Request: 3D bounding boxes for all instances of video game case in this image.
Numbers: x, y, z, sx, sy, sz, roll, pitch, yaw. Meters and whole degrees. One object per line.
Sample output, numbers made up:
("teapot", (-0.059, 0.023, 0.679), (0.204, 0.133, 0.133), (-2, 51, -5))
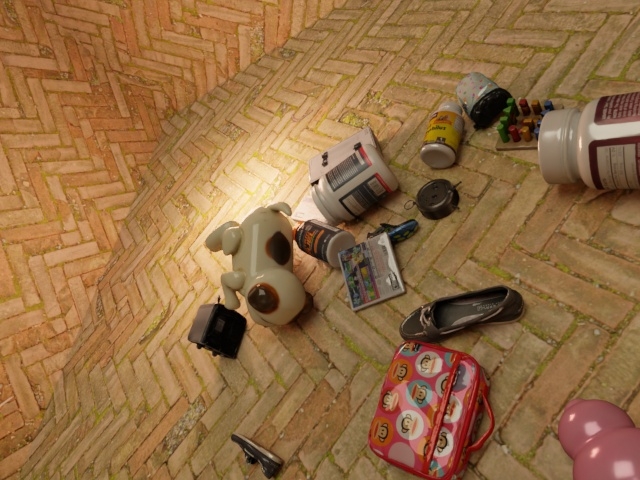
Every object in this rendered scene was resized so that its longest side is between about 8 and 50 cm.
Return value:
("video game case", (-0.002, -0.148, 1.771), (0.212, 0.023, 0.193), (15, 70, 48))
("video game case", (0.156, 0.099, 1.390), (0.183, 0.023, 0.201), (-25, 64, 25))

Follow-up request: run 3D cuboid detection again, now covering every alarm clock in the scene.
("alarm clock", (0.351, -0.130, 1.418), (0.192, 0.064, 0.129), (-13, 51, 38))

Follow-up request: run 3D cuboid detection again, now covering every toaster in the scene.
("toaster", (-0.369, 0.319, 1.613), (0.110, 0.168, 0.186), (-9, 54, 38))

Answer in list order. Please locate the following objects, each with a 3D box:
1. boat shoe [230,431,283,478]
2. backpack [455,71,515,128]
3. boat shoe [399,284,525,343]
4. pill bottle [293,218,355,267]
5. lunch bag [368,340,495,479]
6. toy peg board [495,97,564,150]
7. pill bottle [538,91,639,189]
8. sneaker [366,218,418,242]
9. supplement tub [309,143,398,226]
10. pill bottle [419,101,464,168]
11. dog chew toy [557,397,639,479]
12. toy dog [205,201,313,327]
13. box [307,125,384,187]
("boat shoe", (-0.200, 0.622, 1.296), (0.206, 0.075, 0.065), (9, 62, 40))
("backpack", (0.536, -0.481, 1.488), (0.152, 0.115, 0.182), (-36, 39, 18))
("boat shoe", (0.343, 0.183, 1.144), (0.335, 0.095, 0.112), (-21, 47, 29))
("pill bottle", (0.000, 0.000, 1.570), (0.245, 0.130, 0.130), (23, 76, 49))
("lunch bag", (0.268, 0.398, 1.033), (0.258, 0.120, 0.293), (6, 65, 40))
("toy peg board", (0.621, -0.362, 1.345), (0.160, 0.079, 0.161), (8, 65, 45))
("pill bottle", (0.737, -0.229, 1.024), (0.392, 0.224, 0.224), (5, 62, 43))
("sneaker", (0.226, -0.031, 1.442), (0.188, 0.067, 0.078), (-23, 52, 31))
("supplement tub", (0.118, -0.192, 1.569), (0.272, 0.191, 0.191), (-34, 42, 15))
("pill bottle", (0.414, -0.358, 1.495), (0.117, 0.117, 0.215), (-1, 58, 41))
("dog chew toy", (0.526, 0.411, 0.733), (0.206, 0.206, 0.332), (-37, 33, 13))
("toy dog", (-0.172, 0.108, 1.540), (0.395, 0.284, 0.408), (-39, 51, 24))
("box", (0.095, -0.308, 1.739), (0.290, 0.087, 0.169), (-27, 40, 17))
